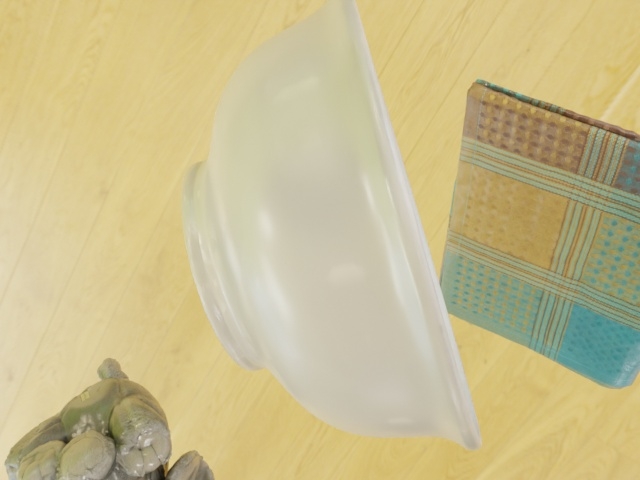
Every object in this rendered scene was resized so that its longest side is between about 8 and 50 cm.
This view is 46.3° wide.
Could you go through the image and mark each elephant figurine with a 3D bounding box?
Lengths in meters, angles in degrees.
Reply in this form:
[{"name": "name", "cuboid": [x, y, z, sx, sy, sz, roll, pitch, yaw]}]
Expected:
[{"name": "elephant figurine", "cuboid": [-0.180, 0.267, 0.716, 0.169, 0.186, 0.239, -1, 119, 47]}]

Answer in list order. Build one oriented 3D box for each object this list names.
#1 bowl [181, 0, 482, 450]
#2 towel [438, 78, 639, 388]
[{"name": "bowl", "cuboid": [0.000, 0.000, 0.484, 0.134, 0.298, 0.298, -17, 106, 9]}, {"name": "towel", "cuboid": [0.270, 0.010, 0.849, 0.271, 0.040, 0.370, 25, 144, 23]}]
